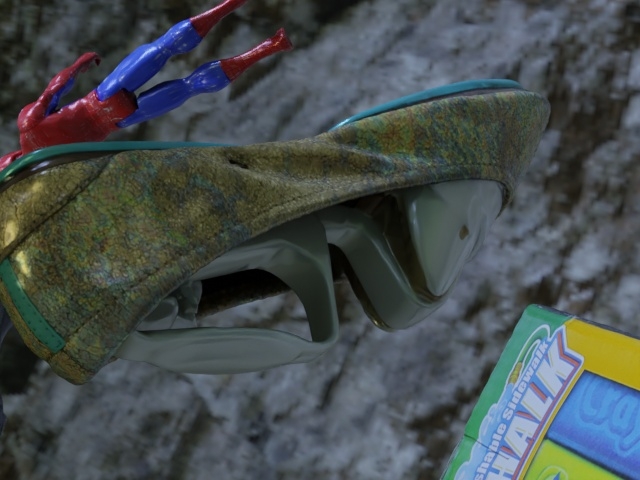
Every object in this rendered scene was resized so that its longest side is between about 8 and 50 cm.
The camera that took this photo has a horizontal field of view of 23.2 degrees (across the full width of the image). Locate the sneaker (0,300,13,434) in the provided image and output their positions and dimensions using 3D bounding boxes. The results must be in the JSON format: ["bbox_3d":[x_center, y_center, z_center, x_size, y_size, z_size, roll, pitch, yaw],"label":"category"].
[{"bbox_3d":[-0.263,0.145,1.020,0.124,0.107,0.283,18,-97,-47],"label":"sneaker"}]

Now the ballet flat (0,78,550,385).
[{"bbox_3d":[0.000,0.000,0.765,0.349,0.123,0.123,-11,-71,-39],"label":"ballet flat"}]

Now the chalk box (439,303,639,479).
[{"bbox_3d":[0.139,0.145,0.574,0.180,0.289,0.179,27,-93,-14],"label":"chalk box"}]

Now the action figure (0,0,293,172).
[{"bbox_3d":[-0.162,-0.134,1.362,0.280,0.139,0.091,-31,-73,7],"label":"action figure"}]
